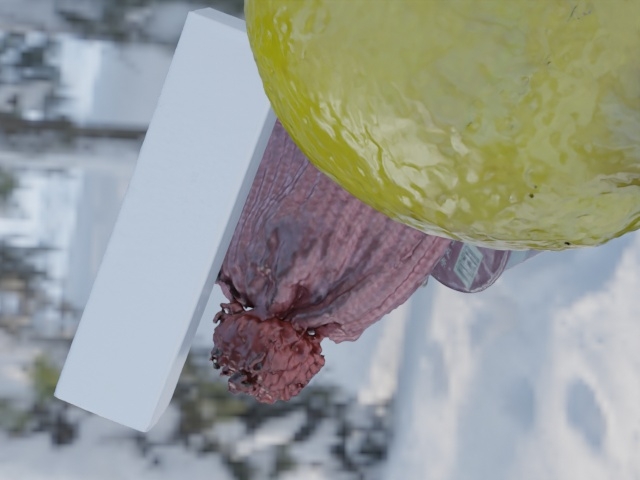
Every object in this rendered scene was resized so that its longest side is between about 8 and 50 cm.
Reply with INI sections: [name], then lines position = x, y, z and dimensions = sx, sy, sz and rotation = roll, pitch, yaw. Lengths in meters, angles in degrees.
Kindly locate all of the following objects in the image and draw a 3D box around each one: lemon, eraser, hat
[lemon]
position = 0.096, -0.116, 1.016
dimensions = 0.320, 0.245, 0.245
rotation = 38, 129, 45
[eraser]
position = -0.103, -0.016, 1.414
dimensions = 0.076, 0.078, 0.298
rotation = -55, -14, -78
[hat]
position = 0.000, 0.000, 1.585
dimensions = 0.236, 0.107, 0.286
rotation = 15, 78, 39

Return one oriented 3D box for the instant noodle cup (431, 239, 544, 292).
[instant noodle cup]
position = 0.199, -0.078, 2.102
dimensions = 0.235, 0.178, 0.235
rotation = 34, 133, 47
